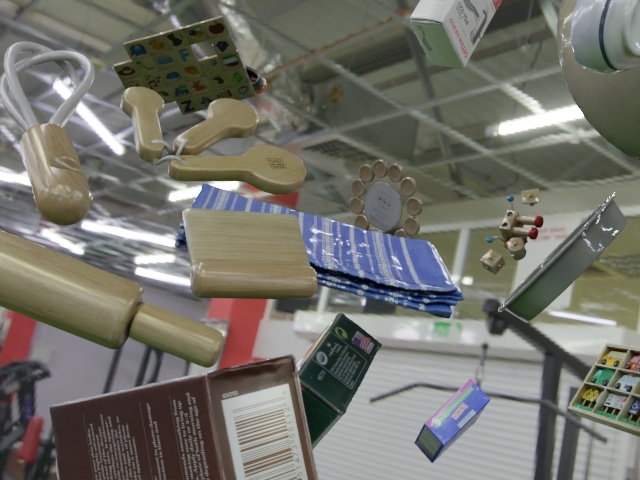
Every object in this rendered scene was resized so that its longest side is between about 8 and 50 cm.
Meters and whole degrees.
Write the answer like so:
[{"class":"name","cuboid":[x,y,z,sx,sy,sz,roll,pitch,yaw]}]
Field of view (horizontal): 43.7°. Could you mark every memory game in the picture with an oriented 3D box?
[{"class":"memory game","cuboid":[0.128,-0.068,1.578,0.186,0.186,0.012,0,11,45]}]

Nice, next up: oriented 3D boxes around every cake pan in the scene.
[{"class":"cake pan","cuboid":[0.439,0.038,1.432,0.054,0.293,0.293,44,-8,11]}]

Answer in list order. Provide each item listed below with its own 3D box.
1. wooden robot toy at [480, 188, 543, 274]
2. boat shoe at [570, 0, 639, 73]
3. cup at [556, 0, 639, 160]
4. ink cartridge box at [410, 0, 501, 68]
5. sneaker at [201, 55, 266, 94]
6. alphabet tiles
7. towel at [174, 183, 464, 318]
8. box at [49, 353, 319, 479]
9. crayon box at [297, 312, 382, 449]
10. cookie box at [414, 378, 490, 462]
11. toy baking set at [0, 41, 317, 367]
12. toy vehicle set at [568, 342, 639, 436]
[{"class":"wooden robot toy","cuboid":[0.342,-0.004,1.377,0.076,0.173,0.079,15,-27,34]},{"class":"boat shoe","cuboid":[0.254,-0.179,0.496,0.076,0.226,0.083,30,-25,52]},{"class":"cup","cuboid":[0.492,-0.270,0.962,0.331,0.331,0.237,15,-9,-10]},{"class":"ink cartridge box","cuboid":[0.304,-0.516,1.769,0.092,0.218,0.158,21,-17,38]},{"class":"sneaker","cuboid":[-0.191,-0.373,1.745,0.158,0.061,0.065,19,-13,4]},{"class":"alphabet tiles","cuboid":[-0.268,-0.324,1.550,0.237,0.009,0.198,-13,-39,8]},{"class":"towel","cuboid":[0.000,0.000,0.995,0.336,0.040,0.243,15,16,-5]},{"class":"box","cuboid":[-0.179,0.267,0.981,0.143,0.191,0.381,-4,-11,-46]},{"class":"crayon box","cuboid":[-0.057,0.267,1.110,0.081,0.318,0.202,37,26,3]},{"class":"cookie box","cuboid":[0.175,0.243,1.070,0.040,0.092,0.107,45,-20,19]},{"class":"toy baking set","cuboid":[-0.120,-0.034,0.400,0.256,0.197,0.030,19,-53,-4]},{"class":"toy vehicle set","cuboid":[0.606,0.290,1.567,0.035,0.166,0.267,35,-9,-8]}]
